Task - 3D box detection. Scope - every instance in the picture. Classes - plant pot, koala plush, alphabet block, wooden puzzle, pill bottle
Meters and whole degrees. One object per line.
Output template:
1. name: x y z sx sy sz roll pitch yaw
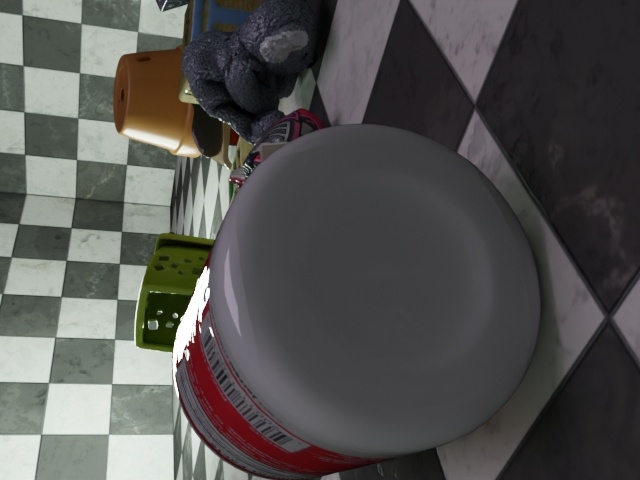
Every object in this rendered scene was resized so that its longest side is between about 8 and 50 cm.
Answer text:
1. plant pot: -0.411 -0.363 1.864 0.291 0.204 0.290 -2 87 63
2. koala plush: -0.088 -0.296 1.138 0.221 0.203 0.196 -38 33 43
3. alphabet block: -0.163 -0.365 1.382 0.197 0.193 0.193 175 101 -75
4. wooden puzzle: -0.231 -0.362 1.837 0.322 0.081 0.347 -145 55 -72
5. plant pot: -0.302 0.116 1.695 0.207 0.227 0.228 -93 16 -45
6. pill bottle: -0.008 0.089 0.644 0.407 0.229 0.228 129 143 -63

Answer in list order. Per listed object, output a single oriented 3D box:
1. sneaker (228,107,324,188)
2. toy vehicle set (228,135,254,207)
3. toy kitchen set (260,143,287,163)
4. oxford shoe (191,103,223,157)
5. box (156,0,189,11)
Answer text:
1. sneaker: -0.057 -0.112 1.123 0.112 0.121 0.299 -58 11 -12
2. toy vehicle set: -0.171 -0.083 1.612 0.166 0.035 0.266 114 155 -50
3. toy kitchen set: 0.000 0.000 0.914 0.207 0.122 0.166 81 -175 -64
4. oxford shoe: -0.258 -0.280 1.699 0.076 0.076 0.212 51 -154 -65
5. box: -0.243 -0.546 1.324 0.163 0.142 0.247 68 160 -5
